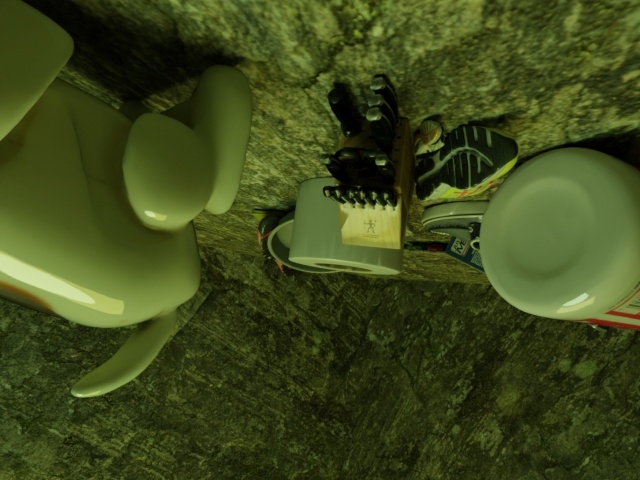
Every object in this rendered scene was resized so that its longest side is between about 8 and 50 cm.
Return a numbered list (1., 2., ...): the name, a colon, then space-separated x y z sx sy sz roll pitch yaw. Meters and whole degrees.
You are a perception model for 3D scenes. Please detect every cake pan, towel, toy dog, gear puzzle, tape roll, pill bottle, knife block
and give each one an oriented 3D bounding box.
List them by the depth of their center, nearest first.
1. toy dog: -0.324 -0.045 0.385 0.285 0.395 0.408 12 -174 40
2. knife block: 0.078 -0.122 0.577 0.088 0.242 0.275 6 -143 16
3. pill bottle: 0.466 0.020 0.633 0.408 0.228 0.229 11 171 -25
4. tape roll: 0.060 -0.022 0.922 0.246 0.169 0.246 8 172 1
5. cake pan: 0.000 0.000 1.178 0.293 0.054 0.293 1 147 1
6. towel: -0.142 -0.065 1.354 0.102 0.021 0.237 1 170 7
7. gear puzzle: 0.398 0.033 1.492 0.339 0.044 0.175 4 173 42

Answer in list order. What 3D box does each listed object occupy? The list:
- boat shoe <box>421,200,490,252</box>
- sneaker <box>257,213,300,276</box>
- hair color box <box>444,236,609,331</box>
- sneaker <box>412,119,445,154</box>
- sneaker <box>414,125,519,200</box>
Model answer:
1. boat shoe: 0.365 0.006 0.877 0.341 0.158 0.127 0 169 42
2. sneaker: -0.140 -0.001 1.334 0.116 0.136 0.314 -30 148 -4
3. hair color box: 0.483 0.072 0.960 0.174 0.105 0.347 19 -170 -48
4. sneaker: 0.148 -0.137 0.548 0.037 0.031 0.083 -6 178 -4
5. sneaker: 0.212 -0.103 0.580 0.094 0.081 0.208 -1 178 -12
